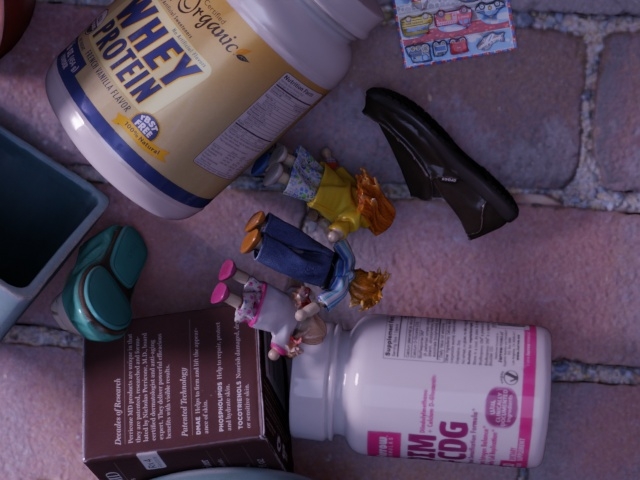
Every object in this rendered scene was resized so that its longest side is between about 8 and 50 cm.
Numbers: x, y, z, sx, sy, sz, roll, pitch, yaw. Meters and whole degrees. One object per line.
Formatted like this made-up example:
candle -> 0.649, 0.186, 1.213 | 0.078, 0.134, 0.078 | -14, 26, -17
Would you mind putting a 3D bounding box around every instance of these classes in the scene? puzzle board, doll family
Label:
puzzle board -> 0.147, -0.247, 1.811 | 0.128, 0.011, 0.096 | -10, 102, 7
doll family -> 0.000, 0.000, 1.771 | 0.163, 0.118, 0.263 | 27, 62, -21

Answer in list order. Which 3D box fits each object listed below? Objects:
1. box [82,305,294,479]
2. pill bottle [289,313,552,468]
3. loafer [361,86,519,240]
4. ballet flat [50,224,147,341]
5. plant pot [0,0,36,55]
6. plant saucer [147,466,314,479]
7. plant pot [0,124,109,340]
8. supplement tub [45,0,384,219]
box -> -0.146, 0.187, 1.831 | 0.203, 0.168, 0.167 | -9, 61, 8
pill bottle -> 0.112, 0.166, 1.836 | 0.283, 0.160, 0.160 | 4, 104, 5
loafer -> 0.121, -0.080, 1.817 | 0.220, 0.080, 0.078 | 43, 103, -6
ballet flat -> -0.250, 0.061, 1.802 | 0.087, 0.247, 0.083 | -31, 107, 15
plant pot -> -0.430, -0.261, 1.731 | 0.272, 0.265, 0.272 | 1, 103, 6
plant saucer -> -0.111, 0.322, 1.861 | 0.317, 0.317, 0.044 | -8, 61, 7
plant pot -> -0.429, 0.027, 1.819 | 0.248, 0.247, 0.252 | 33, 121, -3
supplement tub -> -0.111, -0.200, 1.735 | 0.316, 0.228, 0.228 | -42, 96, 13
